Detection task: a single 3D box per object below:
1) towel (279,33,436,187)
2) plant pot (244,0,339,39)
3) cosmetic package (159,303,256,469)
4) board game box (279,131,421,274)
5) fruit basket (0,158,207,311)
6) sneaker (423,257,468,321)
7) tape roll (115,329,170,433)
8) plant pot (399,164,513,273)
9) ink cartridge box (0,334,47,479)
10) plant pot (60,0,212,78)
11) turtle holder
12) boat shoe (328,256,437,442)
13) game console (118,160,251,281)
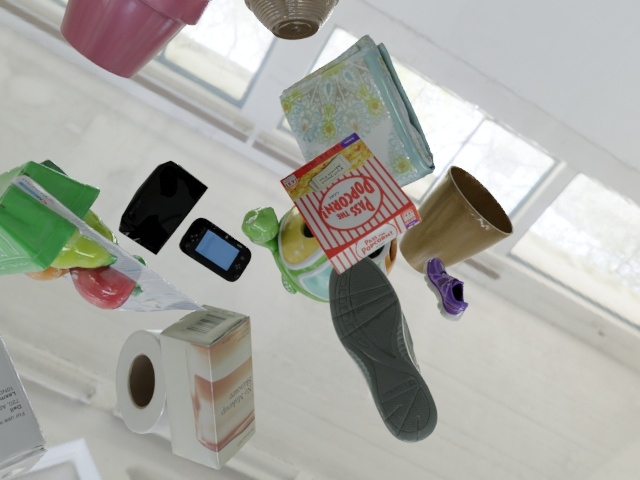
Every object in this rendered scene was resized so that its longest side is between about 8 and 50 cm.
[{"bbox_3d":[0.086,-0.285,1.642,0.090,0.320,0.374,-27,-87,-53],"label":"towel"},{"bbox_3d":[-0.066,-0.557,1.544,0.237,0.237,0.109,3,-100,-42],"label":"plant pot"},{"bbox_3d":[-0.230,0.305,1.352,0.129,0.296,0.153,11,-155,25],"label":"cosmetic package"},{"bbox_3d":[0.041,-0.062,0.982,0.193,0.147,0.045,57,-179,40],"label":"board game box"},{"bbox_3d":[-0.398,0.018,1.076,0.353,0.327,0.165,37,-119,-35],"label":"fruit basket"},{"bbox_3d":[0.284,0.098,1.413,0.068,0.071,0.170,14,-142,-30],"label":"sneaker"},{"bbox_3d":[-0.368,0.339,1.573,0.169,0.246,0.246,6,-141,-44],"label":"tape roll"},{"bbox_3d":[0.339,-0.029,1.720,0.237,0.254,0.237,34,-151,-22],"label":"plant pot"},{"bbox_3d":[-0.406,0.131,0.675,0.117,0.201,0.278,-21,-102,-35],"label":"ink cartridge box"},{"bbox_3d":[-0.296,-0.361,0.987,0.201,0.180,0.201,36,-162,-14],"label":"plant pot"},{"bbox_3d":[0.015,-0.011,1.348,0.320,0.227,0.243,40,-110,-7],"label":"turtle holder"},{"bbox_3d":[0.102,0.178,1.079,0.103,0.118,0.320,70,175,-75],"label":"boat shoe"},{"bbox_3d":[-0.312,-0.027,1.616,0.361,0.213,0.044,38,178,-35],"label":"game console"}]
